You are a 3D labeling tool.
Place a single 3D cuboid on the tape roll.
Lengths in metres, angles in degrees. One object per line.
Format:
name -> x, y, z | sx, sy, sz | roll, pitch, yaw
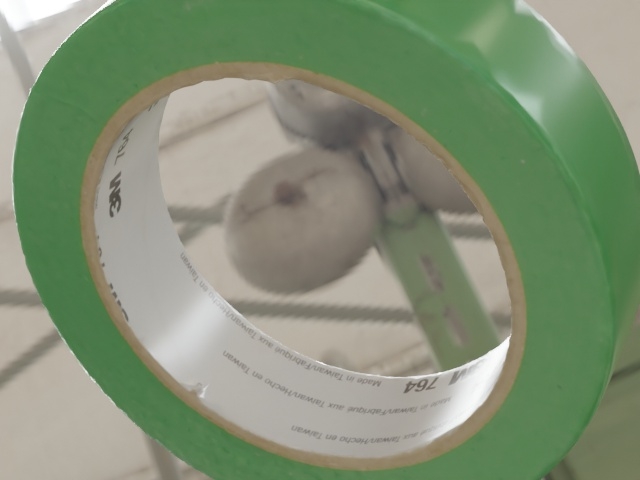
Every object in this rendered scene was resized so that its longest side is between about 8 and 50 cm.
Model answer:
tape roll -> 0.000, 0.000, 0.816 | 0.321, 0.077, 0.321 | 13, -53, 18
